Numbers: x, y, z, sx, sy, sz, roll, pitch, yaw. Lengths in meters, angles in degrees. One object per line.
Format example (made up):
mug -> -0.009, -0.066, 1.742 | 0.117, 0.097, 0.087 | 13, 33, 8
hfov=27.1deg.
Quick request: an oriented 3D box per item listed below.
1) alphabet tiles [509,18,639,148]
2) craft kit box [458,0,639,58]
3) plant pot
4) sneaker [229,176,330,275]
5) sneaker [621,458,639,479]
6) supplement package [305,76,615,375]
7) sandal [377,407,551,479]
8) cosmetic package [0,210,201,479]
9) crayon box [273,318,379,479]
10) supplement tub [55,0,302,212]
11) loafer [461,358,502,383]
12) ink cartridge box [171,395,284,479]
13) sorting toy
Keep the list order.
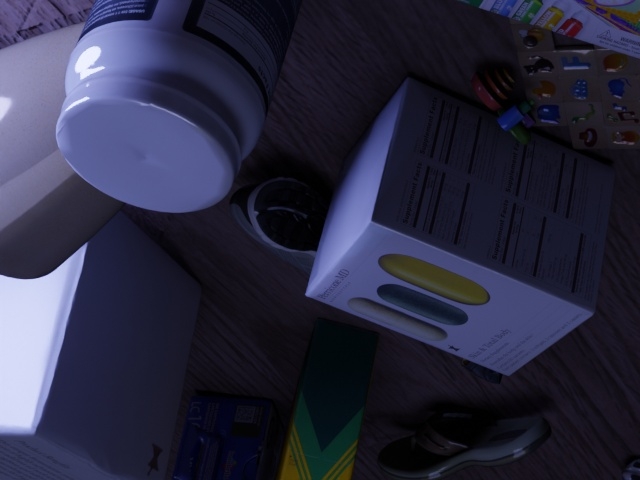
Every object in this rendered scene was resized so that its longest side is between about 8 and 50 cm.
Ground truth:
alphabet tiles -> 0.305, -0.172, 1.363 | 0.198, 0.009, 0.237 | 1, 145, 19
craft kit box -> 0.227, -0.289, 1.172 | 0.250, 0.061, 0.246 | 17, 142, -2
plant pot -> -0.275, -0.130, 1.465 | 0.274, 0.256, 0.256 | -30, 128, 27
sneaker -> 0.000, -0.001, 1.673 | 0.271, 0.100, 0.108 | 35, 166, -33
sneaker -> 0.549, 0.382, 2.055 | 0.170, 0.068, 0.071 | 21, 162, 5
supplement package -> 0.155, -0.009, 1.484 | 0.263, 0.198, 0.199 | 22, 148, -11
sandal -> 0.212, 0.294, 2.017 | 0.303, 0.120, 0.086 | -20, 106, 39
cosmetic package -> -0.422, 0.146, 1.779 | 0.394, 0.327, 0.329 | 0, 155, 22
crayon box -> -0.014, 0.343, 1.968 | 0.106, 0.313, 0.363 | 14, 147, 0
supplement tub -> -0.131, -0.183, 1.271 | 0.191, 0.272, 0.191 | 10, 147, 7
loafer -> 0.220, 0.142, 1.814 | 0.061, 0.062, 0.170 | 11, 146, 14
ink cartridge box -> -0.143, 0.436, 2.194 | 0.151, 0.270, 0.395 | 3, 145, 12
sorting toy -> 0.203, -0.145, 1.402 | 0.042, 0.061, 0.102 | -37, 122, 19
